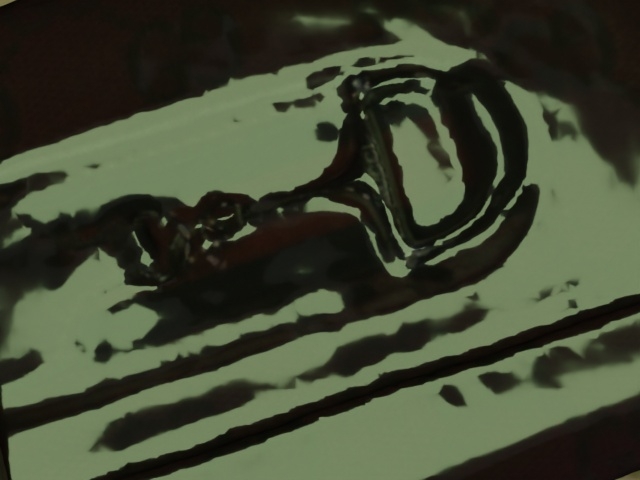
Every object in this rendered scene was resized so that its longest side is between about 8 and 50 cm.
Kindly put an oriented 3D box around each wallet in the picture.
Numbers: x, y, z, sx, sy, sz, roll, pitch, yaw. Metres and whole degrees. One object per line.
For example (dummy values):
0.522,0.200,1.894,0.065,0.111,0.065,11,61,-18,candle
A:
0.000,0.000,0.514,0.229,0.049,0.182,-21,85,0,wallet

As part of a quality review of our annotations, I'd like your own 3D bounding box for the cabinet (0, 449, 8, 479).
-0.185,0.116,0.443,0.206,0.145,0.150,-15,88,18,cabinet
